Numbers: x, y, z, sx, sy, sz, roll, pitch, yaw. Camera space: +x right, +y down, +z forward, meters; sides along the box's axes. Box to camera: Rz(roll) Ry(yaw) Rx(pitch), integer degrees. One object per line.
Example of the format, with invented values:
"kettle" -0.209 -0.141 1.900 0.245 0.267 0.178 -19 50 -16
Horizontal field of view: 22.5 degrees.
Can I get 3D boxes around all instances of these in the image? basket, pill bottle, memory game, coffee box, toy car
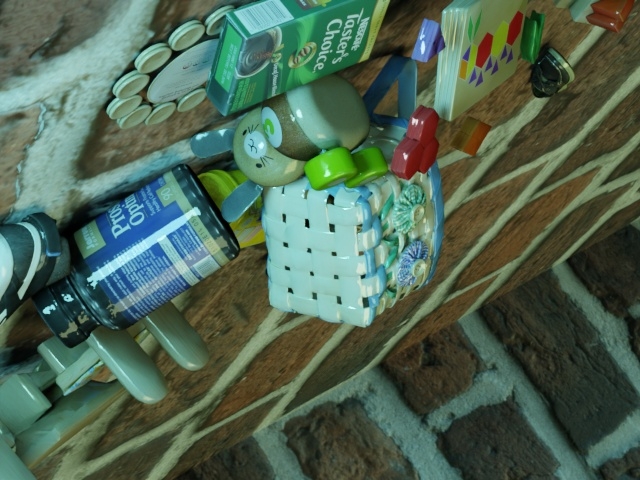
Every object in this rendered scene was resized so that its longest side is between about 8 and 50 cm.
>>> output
"basket" 0.052 -0.047 1.880 0.289 0.201 0.255 -58 151 -49
"pill bottle" -0.207 0.022 1.766 0.219 0.123 0.123 -33 167 0
"memory game" -0.126 -0.167 1.547 0.186 0.012 0.186 -33 167 -9
"coffee box" -0.019 -0.196 1.550 0.184 0.040 0.113 -25 153 -32
"toy car" -0.052 -0.103 1.693 0.188 0.155 0.149 -27 171 26

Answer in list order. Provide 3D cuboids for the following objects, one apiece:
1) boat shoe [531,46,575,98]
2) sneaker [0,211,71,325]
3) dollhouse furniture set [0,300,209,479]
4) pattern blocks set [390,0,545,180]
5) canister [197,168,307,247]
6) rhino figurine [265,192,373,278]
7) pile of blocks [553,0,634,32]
"boat shoe" 0.332 -0.235 2.326 0.049 0.056 0.152 -39 167 -2
"sneaker" -0.326 0.054 1.689 0.121 0.079 0.217 -21 160 -42
"dollhouse furniture set" -0.326 0.286 1.960 0.362 0.256 0.394 -40 178 24
"pattern blocks set" 0.175 -0.220 1.763 0.325 0.026 0.285 -29 135 -55
"canister" -0.104 -0.036 1.933 0.126 0.073 0.170 -44 166 28
"rhino figurine" 0.000 0.000 2.313 0.106 0.073 0.243 -15 158 -48
"pile of blocks" 0.424 -0.349 1.878 0.362 0.113 0.149 -31 148 29
